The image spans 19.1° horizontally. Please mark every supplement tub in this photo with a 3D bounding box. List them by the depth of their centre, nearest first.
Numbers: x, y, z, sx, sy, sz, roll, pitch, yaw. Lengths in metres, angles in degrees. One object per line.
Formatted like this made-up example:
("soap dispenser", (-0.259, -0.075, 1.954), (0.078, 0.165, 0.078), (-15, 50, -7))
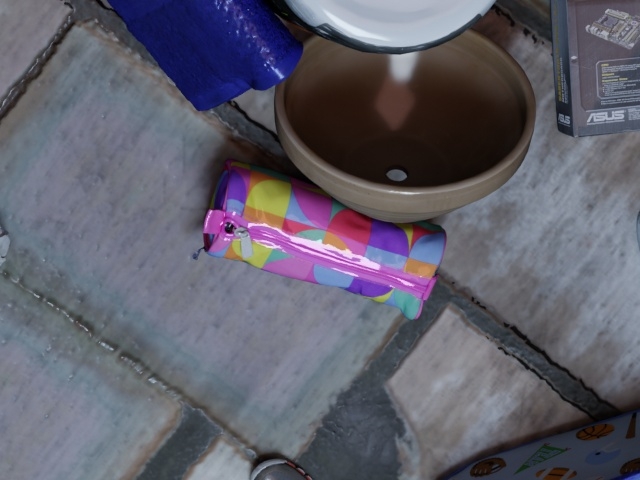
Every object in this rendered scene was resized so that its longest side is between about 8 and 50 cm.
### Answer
("supplement tub", (0.035, -0.270, 1.623), (0.207, 0.338, 0.207), (-2, 100, -9))

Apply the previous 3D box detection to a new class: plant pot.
("plant pot", (0.075, -0.094, 1.751), (0.237, 0.237, 0.110), (-5, 138, -8))

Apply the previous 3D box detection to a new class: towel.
("towel", (-0.145, -0.256, 1.663), (0.076, 0.227, 0.308), (-44, 104, -19))

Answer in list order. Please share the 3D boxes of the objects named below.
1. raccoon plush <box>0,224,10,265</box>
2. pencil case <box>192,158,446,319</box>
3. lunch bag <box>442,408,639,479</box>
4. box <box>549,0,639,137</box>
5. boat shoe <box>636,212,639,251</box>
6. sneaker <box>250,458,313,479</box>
("raccoon plush", (-0.480, 0.111, 1.632), (0.216, 0.299, 0.446), (44, 91, -13))
("pencil case", (0.000, 0.000, 1.791), (0.236, 0.104, 0.104), (15, 97, -12))
("lunch bag", (0.269, 0.258, 1.805), (0.303, 0.243, 0.115), (-20, 103, -4))
("box", (0.340, -0.201, 1.828), (0.231, 0.056, 0.183), (-7, 101, -8))
("boat shoe", (0.354, 0.054, 1.863), (0.065, 0.083, 0.183), (-17, 102, -6))
("sneaker", (-0.013, 0.284, 1.856), (0.061, 0.065, 0.158), (-32, 104, -2))
